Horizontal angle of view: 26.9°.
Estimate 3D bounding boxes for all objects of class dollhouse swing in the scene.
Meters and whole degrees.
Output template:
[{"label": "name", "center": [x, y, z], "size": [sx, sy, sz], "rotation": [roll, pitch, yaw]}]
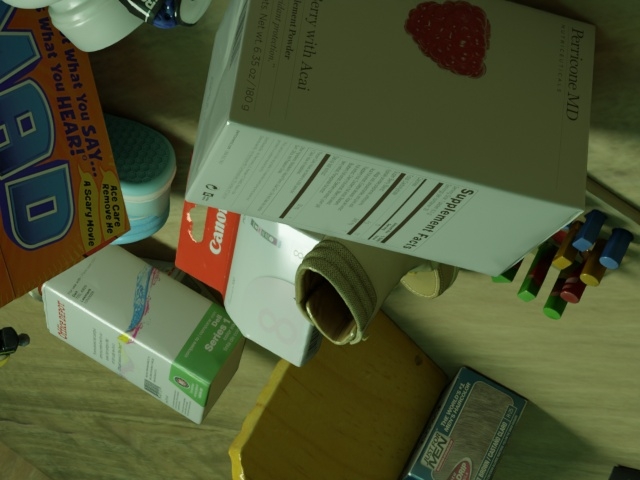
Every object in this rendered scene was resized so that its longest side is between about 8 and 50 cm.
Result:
[{"label": "dollhouse swing", "center": [-0.049, 0.275, 1.838], "size": [0.305, 0.347, 0.315], "rotation": [-3, 140, 51]}]

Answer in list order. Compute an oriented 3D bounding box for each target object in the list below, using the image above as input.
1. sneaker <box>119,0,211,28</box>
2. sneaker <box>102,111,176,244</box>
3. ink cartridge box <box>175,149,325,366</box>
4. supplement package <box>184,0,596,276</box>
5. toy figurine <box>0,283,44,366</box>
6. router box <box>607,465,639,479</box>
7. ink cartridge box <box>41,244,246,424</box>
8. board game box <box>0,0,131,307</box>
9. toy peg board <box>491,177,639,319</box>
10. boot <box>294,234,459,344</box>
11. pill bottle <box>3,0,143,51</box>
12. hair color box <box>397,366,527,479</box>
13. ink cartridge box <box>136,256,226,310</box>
[{"label": "sneaker", "center": [-0.092, -0.268, 1.065], "size": [0.127, 0.182, 0.315], "rotation": [31, 155, -5]}, {"label": "sneaker", "center": [-0.332, -0.093, 1.721], "size": [0.319, 0.127, 0.208], "rotation": [26, 154, 11]}, {"label": "ink cartridge box", "center": [-0.089, 0.022, 1.635], "size": [0.232, 0.066, 0.189], "rotation": [25, 126, 17]}, {"label": "supplement package", "center": [0.057, -0.106, 1.117], "size": [0.293, 0.177, 0.175], "rotation": [13, 157, -13]}, {"label": "toy figurine", "center": [-0.533, 0.077, 2.158], "size": [0.213, 0.209, 0.148], "rotation": [35, 160, -9]}, {"label": "router box", "center": [0.436, 0.458, 1.697], "size": [0.243, 0.309, 0.081], "rotation": [10, 149, 39]}, {"label": "ink cartridge box", "center": [-0.257, 0.128, 1.965], "size": [0.278, 0.117, 0.201], "rotation": [31, 155, 5]}, {"label": "board game box", "center": [-0.483, -0.118, 1.422], "size": [0.356, 0.356, 0.356], "rotation": [9, 120, 37]}, {"label": "toy peg board", "center": [0.228, 0.002, 1.345], "size": [0.161, 0.079, 0.160], "rotation": [32, 155, -5]}, {"label": "boot", "center": [0.063, 0.034, 1.431], "size": [0.095, 0.203, 0.262], "rotation": [19, 152, 24]}, {"label": "pill bottle", "center": [-0.265, -0.314, 1.181], "size": [0.169, 0.169, 0.301], "rotation": [1, 142, 47]}, {"label": "hair color box", "center": [0.167, 0.323, 1.896], "size": [0.105, 0.174, 0.347], "rotation": [28, 155, 3]}, {"label": "ink cartridge box", "center": [-0.239, 0.084, 2.048], "size": [0.179, 0.045, 0.145], "rotation": [4, 144, 40]}]
